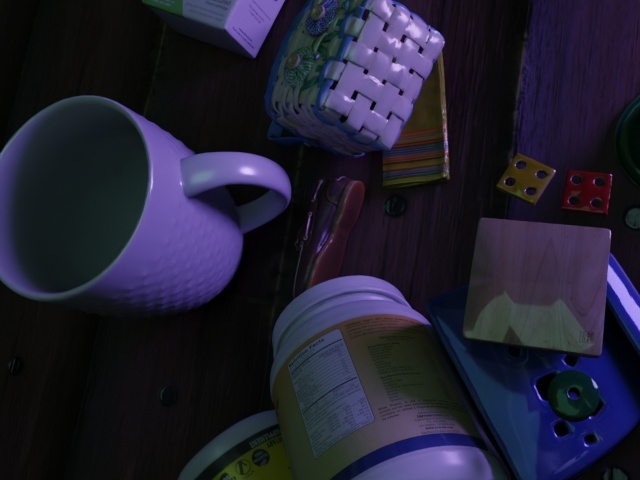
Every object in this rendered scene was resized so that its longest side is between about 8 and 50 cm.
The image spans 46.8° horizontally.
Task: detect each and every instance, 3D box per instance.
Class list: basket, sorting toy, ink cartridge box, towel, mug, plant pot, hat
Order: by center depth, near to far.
[{"bbox_3d":[0.224,0.042,0.763,0.132,0.046,0.274,6,69,18],"label":"sorting toy"},{"bbox_3d":[0.277,0.147,0.856,0.212,0.236,0.236,-28,66,7],"label":"plant pot"},{"bbox_3d":[0.456,-0.148,0.876,0.208,0.183,0.173,16,83,27],"label":"hat"},{"bbox_3d":[-0.221,-0.034,1.065,0.374,0.328,0.276,-19,70,18],"label":"mug"},{"bbox_3d":[0.031,-0.252,1.088,0.254,0.201,0.289,-65,22,-2],"label":"basket"},{"bbox_3d":[0.139,-0.196,1.121,0.102,0.021,0.237,-7,73,21],"label":"towel"},{"bbox_3d":[-0.149,-0.479,1.272,0.198,0.115,0.273,25,87,27],"label":"ink cartridge box"}]

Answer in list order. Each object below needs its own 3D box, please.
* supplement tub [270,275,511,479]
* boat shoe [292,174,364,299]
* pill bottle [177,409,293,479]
[{"bbox_3d":[0.066,0.215,0.883,0.228,0.228,0.316,-35,40,12],"label":"supplement tub"},{"bbox_3d":[0.000,0.000,1.105,0.073,0.073,0.207,14,75,28],"label":"boat shoe"},{"bbox_3d":[-0.026,0.400,0.940,0.188,0.188,0.334,-43,64,8],"label":"pill bottle"}]
